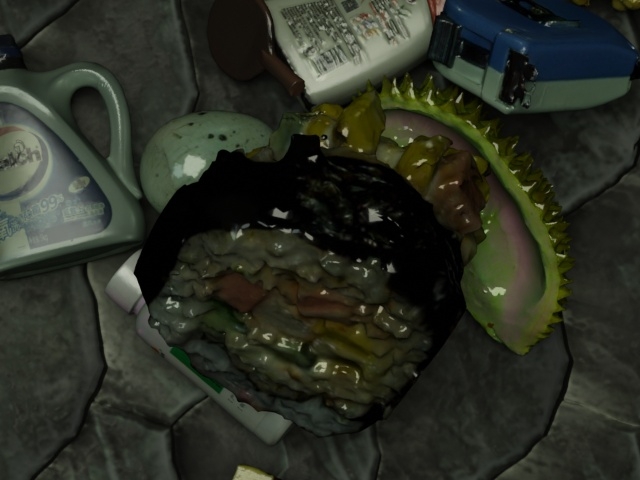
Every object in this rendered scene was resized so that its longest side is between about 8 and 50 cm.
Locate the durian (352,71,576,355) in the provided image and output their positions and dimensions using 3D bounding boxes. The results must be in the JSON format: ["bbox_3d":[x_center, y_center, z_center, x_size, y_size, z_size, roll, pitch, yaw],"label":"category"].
[{"bbox_3d":[0.166,-0.049,1.833,0.169,0.157,0.355,-40,85,6],"label":"durian"}]

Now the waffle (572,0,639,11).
[{"bbox_3d":[0.368,-0.462,1.927,0.382,0.095,0.380,-27,83,-6],"label":"waffle"}]

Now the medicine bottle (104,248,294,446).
[{"bbox_3d":[-0.124,0.116,1.838,0.260,0.095,0.095,38,83,6],"label":"medicine bottle"}]

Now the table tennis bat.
[{"bbox_3d":[-0.111,-0.215,1.848,0.170,0.119,0.107,45,127,31],"label":"table tennis bat"}]

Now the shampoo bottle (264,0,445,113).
[{"bbox_3d":[0.079,-0.263,1.910,0.284,0.071,0.153,-25,78,-6],"label":"shampoo bottle"}]

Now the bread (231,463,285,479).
[{"bbox_3d":[0.004,0.307,1.811,0.226,0.088,0.049,22,79,3],"label":"bread"}]

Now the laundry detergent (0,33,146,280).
[{"bbox_3d":[-0.319,-0.109,1.871,0.215,0.105,0.280,-14,80,0],"label":"laundry detergent"}]

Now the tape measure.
[{"bbox_3d":[0.287,-0.217,1.863,0.215,0.351,0.098,37,121,43],"label":"tape measure"}]

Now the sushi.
[{"bbox_3d":[0.000,0.000,1.702,0.328,0.328,0.285,23,53,-4],"label":"sushi"}]

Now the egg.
[{"bbox_3d":[-0.123,-0.085,1.851,0.164,0.131,0.131,-23,82,-5],"label":"egg"}]
